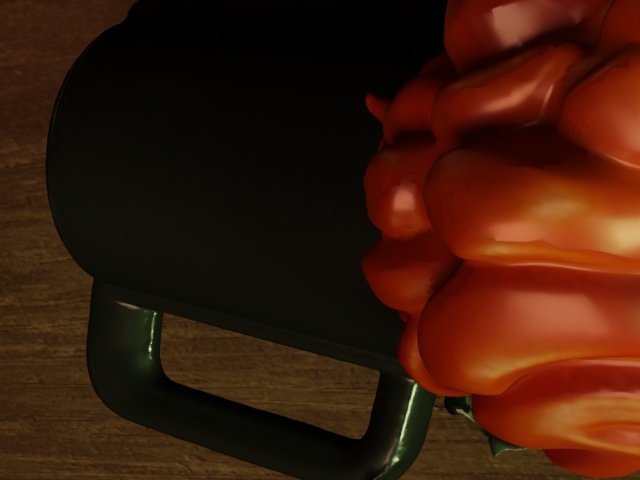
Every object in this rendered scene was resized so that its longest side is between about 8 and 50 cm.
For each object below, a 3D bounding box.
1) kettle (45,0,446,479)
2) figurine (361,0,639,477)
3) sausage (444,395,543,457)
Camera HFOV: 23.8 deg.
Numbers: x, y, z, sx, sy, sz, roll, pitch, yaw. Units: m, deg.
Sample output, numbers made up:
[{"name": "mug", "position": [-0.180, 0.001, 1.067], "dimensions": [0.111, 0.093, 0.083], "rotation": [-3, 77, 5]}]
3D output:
[{"name": "kettle", "position": [0.007, -0.009, 0.934], "dimensions": [0.308, 0.203, 0.262], "rotation": [9, 121, 29]}, {"name": "figurine", "position": [0.167, -0.102, 0.593], "dimensions": [0.241, 0.412, 0.306], "rotation": [20, 170, 6]}, {"name": "sausage", "position": [0.170, 0.072, 0.863], "dimensions": [0.082, 0.371, 0.082], "rotation": [-2, 86, 26]}]
